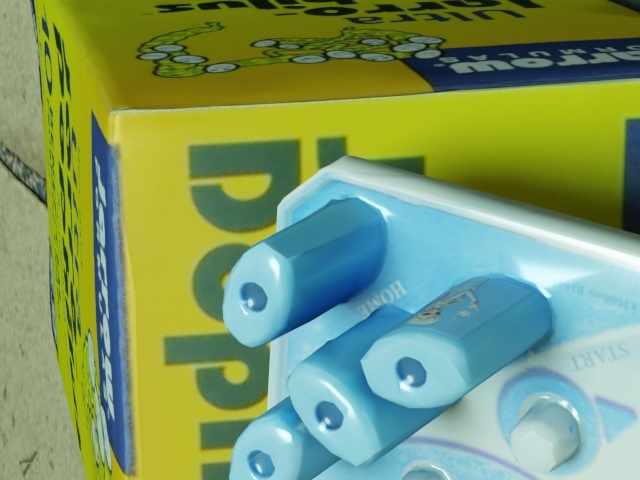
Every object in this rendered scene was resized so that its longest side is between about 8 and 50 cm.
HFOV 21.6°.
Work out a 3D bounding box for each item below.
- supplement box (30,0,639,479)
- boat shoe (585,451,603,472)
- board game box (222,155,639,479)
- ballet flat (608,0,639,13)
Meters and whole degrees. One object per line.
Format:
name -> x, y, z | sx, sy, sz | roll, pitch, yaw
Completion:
supplement box -> 0.000, 0.000, 0.635 | 0.356, 0.195, 0.194 | -130, 37, -69
boat shoe -> 0.196, -0.024, 0.408 | 0.132, 0.130, 0.355 | 43, 108, -1
board game box -> 0.133, 0.212, 0.376 | 0.390, 0.050, 0.390 | 17, 116, 28
ballet flat -> 0.120, -0.135, 0.638 | 0.074, 0.074, 0.203 | -58, 46, 48
